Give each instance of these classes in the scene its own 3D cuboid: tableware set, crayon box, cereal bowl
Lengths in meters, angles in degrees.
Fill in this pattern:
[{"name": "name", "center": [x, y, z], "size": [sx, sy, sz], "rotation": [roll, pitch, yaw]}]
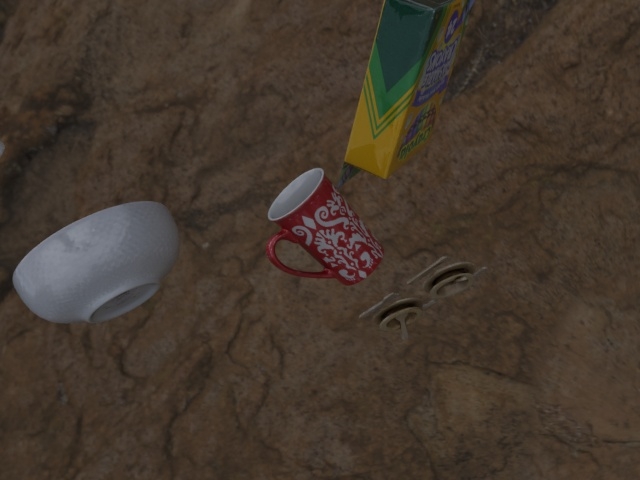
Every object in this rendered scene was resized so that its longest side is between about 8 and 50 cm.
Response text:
[{"name": "tableware set", "center": [0.167, 0.098, 1.096], "size": [0.194, 0.128, 0.039], "rotation": [-39, 56, 31]}, {"name": "crayon box", "center": [0.138, -0.239, 1.118], "size": [0.083, 0.203, 0.323], "rotation": [26, 125, 17]}, {"name": "cereal bowl", "center": [-0.431, 0.069, 1.416], "size": [0.339, 0.339, 0.141], "rotation": [-34, 78, 16]}]

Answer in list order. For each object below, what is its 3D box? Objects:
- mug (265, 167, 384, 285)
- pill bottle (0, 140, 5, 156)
[{"name": "mug", "center": [0.001, -0.006, 1.103], "size": [0.150, 0.169, 0.113], "rotation": [-39, 23, 13]}, {"name": "pill bottle", "center": [-0.383, -0.118, 0.582], "size": [0.117, 0.215, 0.117], "rotation": [-31, 35, 24]}]
